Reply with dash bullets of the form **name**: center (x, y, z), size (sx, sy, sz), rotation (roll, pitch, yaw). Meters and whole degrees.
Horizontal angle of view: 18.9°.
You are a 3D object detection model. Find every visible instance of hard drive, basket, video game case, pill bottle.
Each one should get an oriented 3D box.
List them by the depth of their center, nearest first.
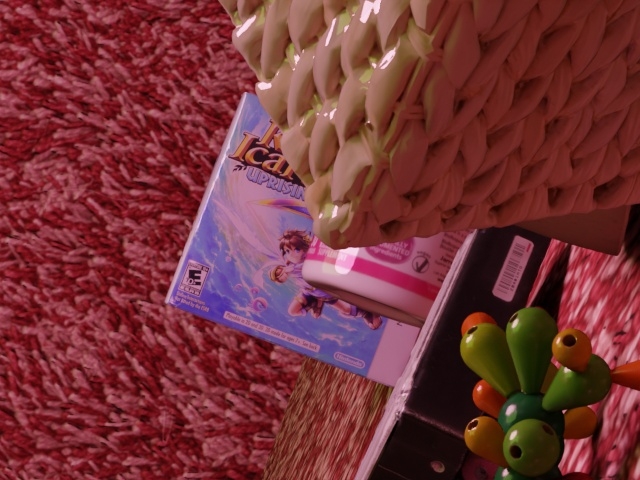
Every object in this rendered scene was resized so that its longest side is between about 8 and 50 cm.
- **basket**: center (0.104, -0.215, 0.781), size (0.328, 0.266, 0.331), rotation (66, 154, 26)
- **hard drive**: center (0.073, 0.156, 1.483), size (0.339, 0.064, 0.237), rotation (110, -174, -47)
- **pill bottle**: center (0.101, -0.068, 1.807), size (0.160, 0.160, 0.283), rotation (139, 151, -82)
- **video game case**: center (0.000, 0.000, 2.070), size (0.061, 0.270, 0.244), rotation (178, 113, -85)

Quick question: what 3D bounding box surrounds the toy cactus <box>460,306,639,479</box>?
- **toy cactus**: center (0.126, 0.126, 1.076), size (0.219, 0.112, 0.180), rotation (-115, 27, -81)

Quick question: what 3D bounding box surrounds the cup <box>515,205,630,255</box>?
- **cup**: center (0.098, -0.170, 1.222), size (0.331, 0.237, 0.331), rotation (8, -90, -82)

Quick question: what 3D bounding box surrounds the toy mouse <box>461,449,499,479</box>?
- **toy mouse**: center (0.108, 0.186, 1.330), size (0.143, 0.031, 0.161), rotation (116, 174, -54)
